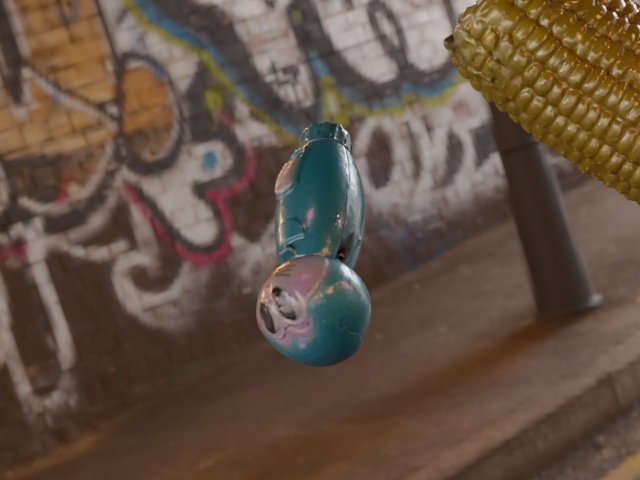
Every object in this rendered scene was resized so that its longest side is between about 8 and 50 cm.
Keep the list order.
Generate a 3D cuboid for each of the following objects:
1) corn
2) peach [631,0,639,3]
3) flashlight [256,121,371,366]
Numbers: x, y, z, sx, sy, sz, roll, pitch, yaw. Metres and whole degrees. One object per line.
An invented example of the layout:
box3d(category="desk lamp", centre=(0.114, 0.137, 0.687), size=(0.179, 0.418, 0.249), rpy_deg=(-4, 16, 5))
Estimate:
box3d(category="corn", centre=(0.252, -0.083, 1.008), size=(0.131, 0.344, 0.131), rpy_deg=(-59, -5, -9))
box3d(category="peach", centre=(0.205, -0.192, 1.158), size=(0.092, 0.172, 0.127), rpy_deg=(-47, 10, 11))
box3d(category="flashlight", centre=(0.000, 0.000, 0.649), size=(0.051, 0.051, 0.129), rpy_deg=(-15, 42, 20))
